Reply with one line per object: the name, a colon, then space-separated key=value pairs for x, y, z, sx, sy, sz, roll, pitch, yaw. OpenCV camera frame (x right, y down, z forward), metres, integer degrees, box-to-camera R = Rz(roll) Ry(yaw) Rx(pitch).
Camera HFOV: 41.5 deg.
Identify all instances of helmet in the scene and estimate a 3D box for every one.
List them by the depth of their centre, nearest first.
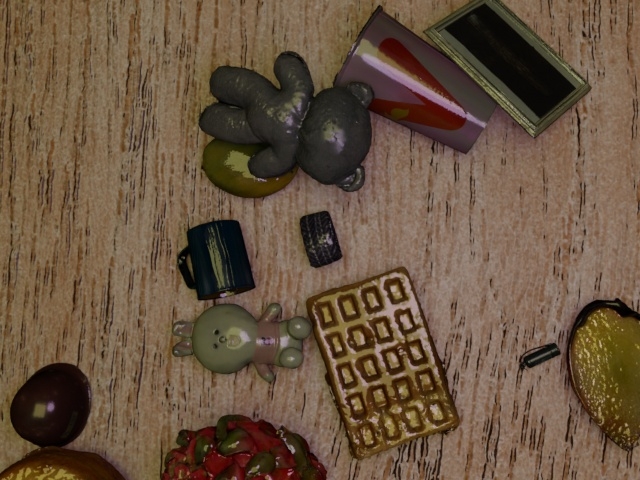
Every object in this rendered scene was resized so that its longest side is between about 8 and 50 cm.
helmet: x=-0.538 y=0.325 z=1.658 sx=0.155 sy=0.106 sz=0.175 roll=35 pitch=84 yaw=8

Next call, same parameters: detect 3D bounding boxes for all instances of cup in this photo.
cup: x=0.188 y=-0.293 z=1.620 sx=0.289 sy=0.203 sz=0.203 roll=30 pitch=87 yaw=1
cup: x=-0.214 y=0.041 z=1.651 sx=0.150 sy=0.113 sz=0.138 roll=-13 pitch=81 yaw=2

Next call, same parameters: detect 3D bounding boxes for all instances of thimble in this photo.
thimble: x=-0.001 y=-0.002 z=1.643 sx=0.066 sy=0.095 sz=0.104 roll=-16 pitch=97 yaw=6

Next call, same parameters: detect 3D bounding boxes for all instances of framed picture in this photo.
framed picture: x=0.366 y=-0.348 z=1.621 sx=0.293 sy=0.018 sz=0.231 roll=45 pitch=55 yaw=8

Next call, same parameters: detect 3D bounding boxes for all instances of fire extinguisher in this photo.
fire extinguisher: x=0.414 y=0.222 z=1.614 sx=0.083 sy=0.025 sz=0.038 roll=-27 pitch=44 yaw=2

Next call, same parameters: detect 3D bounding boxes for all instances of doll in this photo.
doll: x=-0.053 y=-0.228 z=1.588 sx=0.341 sy=0.158 sz=0.245 roll=16 pitch=103 yaw=21
doll: x=-0.146 y=0.197 z=1.635 sx=0.275 sy=0.113 sz=0.154 roll=0 pitch=86 yaw=13

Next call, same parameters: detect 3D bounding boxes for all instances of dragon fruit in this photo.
dragon fruit: x=-0.139 y=0.437 z=1.535 sx=0.303 sy=0.237 sz=0.231 roll=13 pitch=74 yaw=-21

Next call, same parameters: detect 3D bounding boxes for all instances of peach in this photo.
peach: x=0.548 y=0.249 z=1.576 sx=0.189 sy=0.068 sz=0.279 roll=-1 pitch=82 yaw=-2

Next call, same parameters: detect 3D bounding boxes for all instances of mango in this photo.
mango: x=-0.144 y=-0.145 z=1.678 sx=0.191 sy=0.085 sz=0.122 roll=17 pitch=82 yaw=8

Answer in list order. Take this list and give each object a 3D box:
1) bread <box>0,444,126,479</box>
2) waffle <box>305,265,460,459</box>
bread: x=-0.506 y=0.536 z=1.585 sx=0.312 sy=0.172 sz=0.312 roll=0 pitch=76 yaw=-2
waffle: x=0.116 y=0.232 z=1.607 sx=0.224 sy=0.098 sz=0.327 roll=-18 pitch=81 yaw=5
